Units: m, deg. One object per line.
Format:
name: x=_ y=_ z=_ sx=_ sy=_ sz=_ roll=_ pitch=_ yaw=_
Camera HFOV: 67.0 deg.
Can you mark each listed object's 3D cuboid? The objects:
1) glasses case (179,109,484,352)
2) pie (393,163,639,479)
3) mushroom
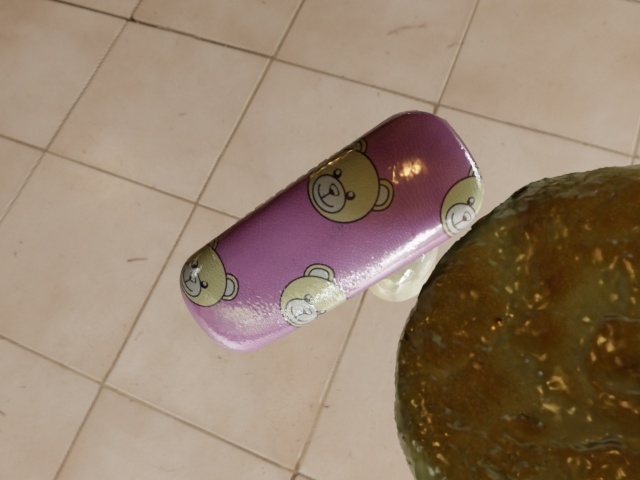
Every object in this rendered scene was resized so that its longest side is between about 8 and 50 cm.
glasses case: x=0.000 y=0.000 z=0.467 sx=0.317 sy=0.076 sz=0.123 roll=-32 pitch=96 yaw=16
pie: x=0.189 y=0.074 z=0.282 sx=0.324 sy=0.070 sz=0.323 roll=-19 pitch=46 yaw=20
mushroom: x=0.136 y=0.031 z=0.832 sx=0.154 sy=0.154 sz=0.122 roll=-41 pitch=57 yaw=-8
